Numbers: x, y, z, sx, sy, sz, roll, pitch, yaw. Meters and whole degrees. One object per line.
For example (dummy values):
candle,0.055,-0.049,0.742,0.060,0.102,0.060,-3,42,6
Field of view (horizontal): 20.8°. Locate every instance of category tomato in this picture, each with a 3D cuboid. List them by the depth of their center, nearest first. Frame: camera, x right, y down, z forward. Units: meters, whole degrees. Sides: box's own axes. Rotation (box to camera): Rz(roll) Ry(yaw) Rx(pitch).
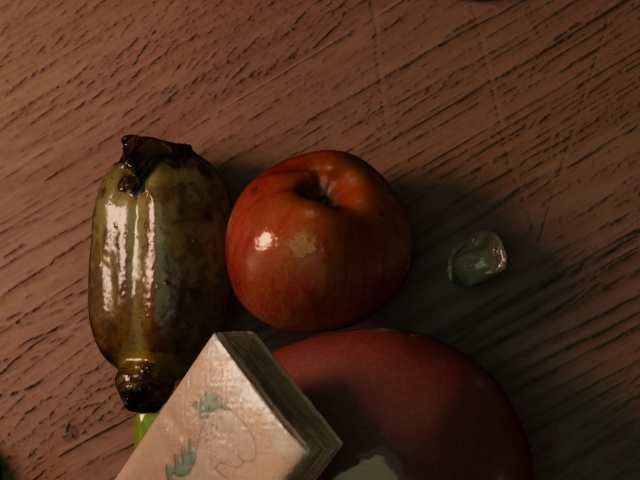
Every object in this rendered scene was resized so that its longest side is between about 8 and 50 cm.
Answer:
tomato,0.048,0.253,1.800,0.341,0.273,0.341,-5,78,24

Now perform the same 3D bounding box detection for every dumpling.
dumpling,0.170,0.019,1.918,0.052,0.076,0.057,-16,83,-13

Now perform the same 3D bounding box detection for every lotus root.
lotus root,-0.185,0.040,1.951,0.173,0.173,0.309,2,83,13

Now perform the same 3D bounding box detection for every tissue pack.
tissue pack,-0.125,0.262,1.700,0.170,0.071,0.325,47,114,31

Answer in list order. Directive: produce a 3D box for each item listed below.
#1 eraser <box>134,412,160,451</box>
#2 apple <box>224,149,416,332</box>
eraser,-0.137,0.325,1.878,0.092,0.210,0.274,-2,81,13
apple,0.000,0.000,1.886,0.209,0.209,0.164,16,128,15
